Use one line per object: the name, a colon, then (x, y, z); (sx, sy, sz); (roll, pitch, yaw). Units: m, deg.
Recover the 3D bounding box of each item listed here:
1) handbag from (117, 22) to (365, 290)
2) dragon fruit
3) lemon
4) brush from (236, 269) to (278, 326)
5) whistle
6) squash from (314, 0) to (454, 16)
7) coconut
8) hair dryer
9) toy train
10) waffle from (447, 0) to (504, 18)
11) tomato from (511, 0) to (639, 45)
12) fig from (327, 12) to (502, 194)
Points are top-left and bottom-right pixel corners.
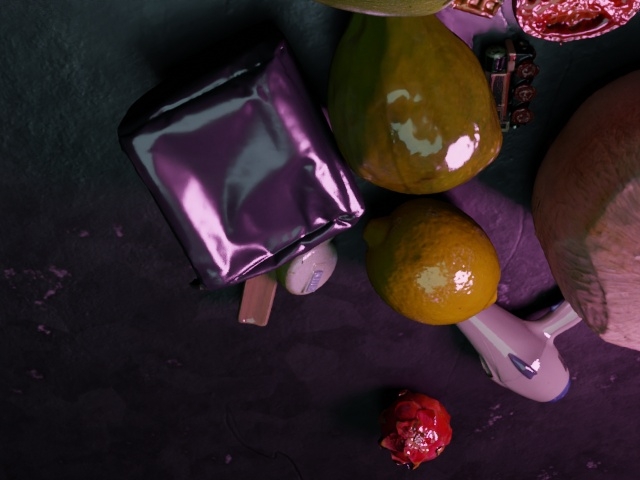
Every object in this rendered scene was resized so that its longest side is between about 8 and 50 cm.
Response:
handbag: (-0.117, -0.110, 1.379); (0.275, 0.178, 0.302); (-27, 121, 2)
dragon fruit: (0.169, 0.330, 1.797); (0.136, 0.133, 0.166); (-44, 161, 27)
lemon: (0.174, 0.037, 1.522); (0.248, 0.184, 0.184); (28, 122, -20)
brush: (-0.082, 0.009, 1.569); (0.054, 0.048, 0.282); (7, 121, -13)
whistle: (0.000, 0.000, 1.545); (0.104, 0.057, 0.198); (-3, 129, -46)
squash: (-0.014, -0.340, 1.180); (0.395, 0.107, 0.107); (22, 130, 15)
coconut: (0.504, -0.023, 1.379); (0.404, 0.405, 0.405); (-2, 129, -2)
hair dryer: (0.328, 0.105, 1.659); (0.295, 0.119, 0.298); (21, 109, -15)
toy train: (0.257, -0.216, 1.407); (0.087, 0.050, 0.138); (-1, 129, 1)
waffle: (0.176, -0.352, 1.295); (0.148, 0.042, 0.102); (12, 127, -13)
tomato: (0.322, -0.344, 1.287); (0.174, 0.082, 0.166); (-13, 133, 1)
fig: (0.108, -0.212, 1.328); (0.233, 0.233, 0.314); (-21, 95, 13)
